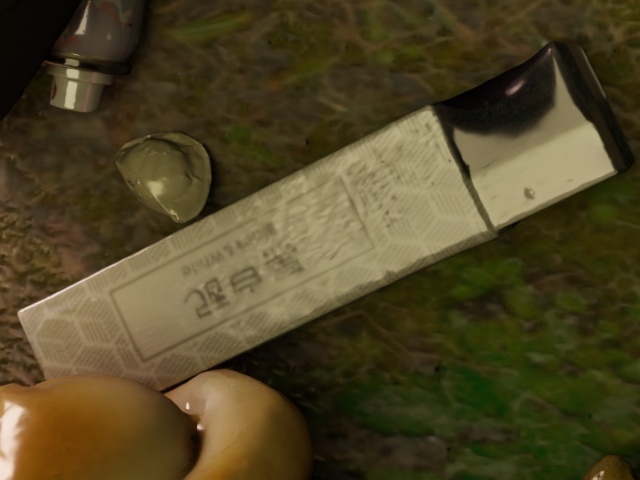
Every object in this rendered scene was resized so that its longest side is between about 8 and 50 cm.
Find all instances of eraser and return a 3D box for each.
[{"bbox_3d":[0.000,0.000,1.133,0.404,0.098,0.096,-25,88,19],"label":"eraser"}]

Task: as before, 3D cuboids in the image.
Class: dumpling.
[{"bbox_3d":[-0.105,-0.049,1.192,0.059,0.077,0.043,-34,126,-15],"label":"dumpling"}]

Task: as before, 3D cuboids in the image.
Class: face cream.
[{"bbox_3d":[-0.147,-0.202,1.173,0.075,0.075,0.229,12,99,16],"label":"face cream"}]

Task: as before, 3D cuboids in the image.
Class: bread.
[{"bbox_3d":[-0.202,0.206,1.065,0.424,0.329,0.245,-10,105,-16],"label":"bread"}]

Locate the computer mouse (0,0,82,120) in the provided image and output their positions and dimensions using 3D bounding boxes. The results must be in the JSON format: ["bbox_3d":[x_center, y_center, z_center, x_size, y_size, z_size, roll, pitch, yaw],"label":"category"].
[{"bbox_3d":[-0.230,-0.193,1.127,0.323,0.116,0.183,-51,44,35],"label":"computer mouse"}]

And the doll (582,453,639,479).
[{"bbox_3d":[0.199,0.183,1.095,0.209,0.097,0.137,-40,117,15],"label":"doll"}]
